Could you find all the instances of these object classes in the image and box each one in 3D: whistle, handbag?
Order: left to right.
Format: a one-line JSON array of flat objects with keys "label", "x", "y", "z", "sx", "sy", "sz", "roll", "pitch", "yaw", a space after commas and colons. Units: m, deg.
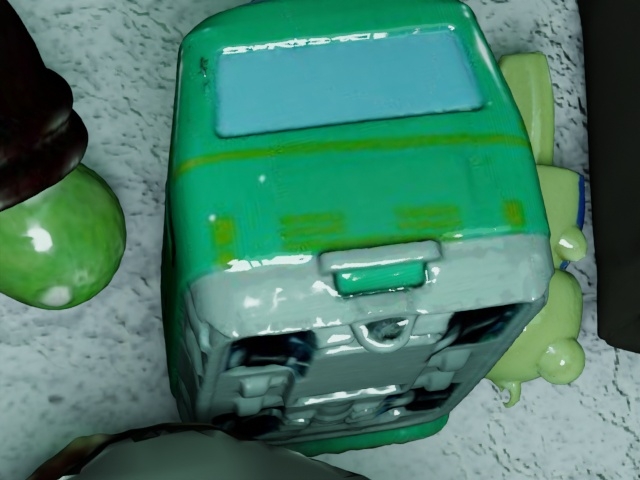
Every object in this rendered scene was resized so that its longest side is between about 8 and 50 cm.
[{"label": "whistle", "x": 0.123, "y": -0.007, "z": 1.189, "sx": 0.085, "sy": 0.105, "sz": 0.227, "roll": 16, "pitch": 75, "yaw": -54}, {"label": "handbag", "x": 0.249, "y": -0.086, "z": 1.136, "sx": 0.113, "sy": 0.257, "sz": 0.285, "roll": 5, "pitch": 70, "yaw": -15}]

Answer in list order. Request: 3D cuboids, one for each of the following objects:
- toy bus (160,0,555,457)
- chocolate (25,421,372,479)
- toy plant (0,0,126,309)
[{"label": "toy bus", "x": 0.000, "y": 0.000, "z": 1.032, "sx": 0.183, "sy": 0.343, "sz": 0.199, "roll": -7, "pitch": 74, "yaw": -9}, {"label": "chocolate", "x": -0.058, "y": 0.237, "z": 1.044, "sx": 0.340, "sy": 0.210, "sz": 0.225, "roll": 20, "pitch": 70, "yaw": -13}, {"label": "toy plant", "x": -0.222, "y": -0.021, "z": 1.068, "sx": 0.218, "sy": 0.175, "sz": 0.235, "roll": -23, "pitch": 114, "yaw": -23}]
